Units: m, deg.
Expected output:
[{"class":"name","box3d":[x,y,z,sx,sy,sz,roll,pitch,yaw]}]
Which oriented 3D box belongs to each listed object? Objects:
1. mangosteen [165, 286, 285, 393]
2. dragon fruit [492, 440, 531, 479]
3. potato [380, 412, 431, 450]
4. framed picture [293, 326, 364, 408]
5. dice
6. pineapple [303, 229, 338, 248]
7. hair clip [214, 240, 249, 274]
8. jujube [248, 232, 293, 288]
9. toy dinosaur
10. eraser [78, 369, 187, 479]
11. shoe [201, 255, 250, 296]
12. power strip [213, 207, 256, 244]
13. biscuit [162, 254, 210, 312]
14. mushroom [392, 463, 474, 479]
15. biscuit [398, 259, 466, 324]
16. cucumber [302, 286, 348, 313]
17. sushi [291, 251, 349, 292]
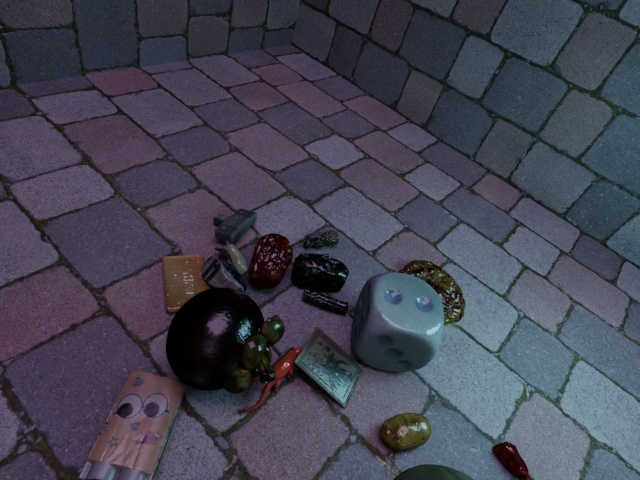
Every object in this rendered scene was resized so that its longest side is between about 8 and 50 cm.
[{"class":"mangosteen","box3d":[-0.291,0.292,1.238,0.330,0.330,0.330,11,44,-10]},{"class":"dragon fruit","box3d":[0.637,0.719,1.339,0.097,0.063,0.131,-1,47,-21]},{"class":"potato","box3d":[0.271,0.604,1.308,0.171,0.080,0.107,3,58,-19]},{"class":"framed picture","box3d":[0.034,0.424,1.395,0.231,0.010,0.173,42,44,-4]},{"class":"dice","box3d":[0.267,0.291,1.479,0.263,0.268,0.264,16,44,-5]},{"class":"pineapple","box3d":[0.000,0.000,1.820,0.159,0.074,0.074,-14,53,-21]},{"class":"hair clip","box3d":[-0.326,0.073,1.573,0.071,0.159,0.218,-39,33,-9]},{"class":"jujube","box3d":[-0.194,0.080,1.607,0.155,0.155,0.230,16,45,-4]},{"class":"toy dinosaur","box3d":[-0.143,0.416,1.296,0.070,0.139,0.286,37,46,17]},{"class":"eraser","box3d":[-0.489,0.508,1.113,0.171,0.087,0.290,14,43,-5]},{"class":"shoe","box3d":[-0.351,0.143,1.529,0.207,0.091,0.106,43,7,12]},{"class":"power strip","box3d":[-0.379,-0.070,1.748,0.145,0.061,0.215,18,34,14]},{"class":"biscuit","box3d":[-0.489,0.153,1.507,0.160,0.030,0.249,-3,48,-24]},{"class":"mushroom","box3d":[0.311,0.741,1.047,0.352,0.260,0.352,-2,3,0]},{"class":"biscuit","box3d":[0.485,0.208,1.783,0.290,0.081,0.334,3,45,-19]},{"class":"cucumber","box3d":[0.020,0.236,1.599,0.187,0.058,0.058,21,43,-1]},{"class":"sushi","box3d":[-0.002,0.126,1.647,0.225,0.127,0.124,13,44,-11]}]
